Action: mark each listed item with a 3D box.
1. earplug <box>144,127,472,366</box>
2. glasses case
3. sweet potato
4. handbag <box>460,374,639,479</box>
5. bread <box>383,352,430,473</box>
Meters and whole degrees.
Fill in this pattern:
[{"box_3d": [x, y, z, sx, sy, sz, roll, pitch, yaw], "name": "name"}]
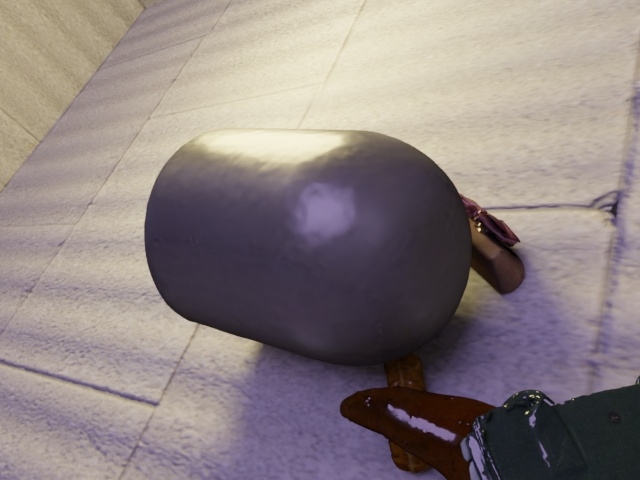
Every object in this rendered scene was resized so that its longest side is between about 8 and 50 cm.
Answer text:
[{"box_3d": [0.000, 0.000, 0.770, 0.394, 0.313, 0.313, 8, 59, 42], "name": "earplug"}, {"box_3d": [0.212, -0.026, 0.800, 0.070, 0.102, 0.193, -34, 40, -3], "name": "glasses case"}, {"box_3d": [0.187, 0.231, 0.581, 0.359, 0.112, 0.112, 24, 70, 37], "name": "sweet potato"}, {"box_3d": [0.270, 0.232, 0.448, 0.247, 0.079, 0.260, -10, 50, -7], "name": "handbag"}, {"box_3d": [0.107, 0.208, 0.710, 0.052, 0.044, 0.157, -26, 41, 25], "name": "bread"}]
